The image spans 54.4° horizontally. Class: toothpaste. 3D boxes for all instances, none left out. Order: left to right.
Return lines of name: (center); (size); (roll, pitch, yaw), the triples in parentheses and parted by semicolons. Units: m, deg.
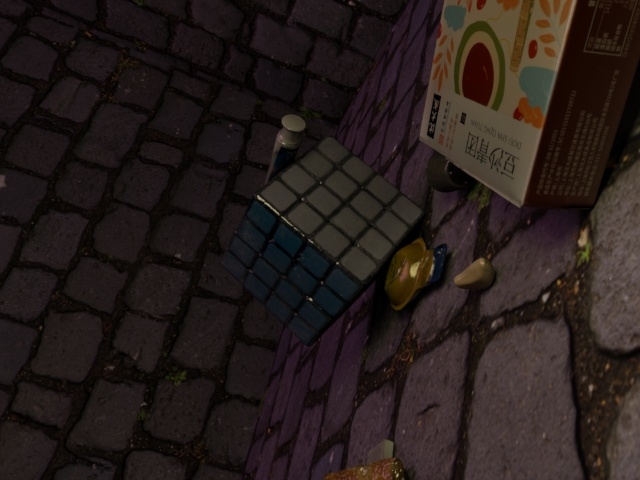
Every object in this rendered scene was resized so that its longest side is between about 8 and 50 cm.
toothpaste: (-0.095, -0.192, 1.521); (0.096, 0.061, 0.266); (-47, -11, -38)

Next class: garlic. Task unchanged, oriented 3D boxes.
garlic: (0.273, 0.062, 1.083); (0.083, 0.053, 0.041); (-42, 43, 44)

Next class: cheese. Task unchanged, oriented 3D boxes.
cheese: (0.209, 0.071, 1.395); (0.270, 0.069, 0.176); (143, 146, -70)

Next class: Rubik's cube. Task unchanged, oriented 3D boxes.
Rubik's cube: (0.000, 0.000, 1.603); (0.344, 0.344, 0.337); (-44, -9, -40)

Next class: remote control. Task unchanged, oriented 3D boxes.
remote control: (0.108, 0.490, 1.207); (0.087, 0.029, 0.190); (120, 167, -49)

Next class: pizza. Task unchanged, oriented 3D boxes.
pizza: (0.095, 0.477, 1.117); (0.197, 0.058, 0.292); (-58, 27, -7)

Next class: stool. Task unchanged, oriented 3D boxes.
stool: (0.287, -0.152, 1.348); (0.110, 0.096, 0.096); (-169, 99, -76)

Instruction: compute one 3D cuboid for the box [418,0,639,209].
box: (0.300, -0.285, 0.922); (0.344, 0.122, 0.385); (-124, 38, -61)
